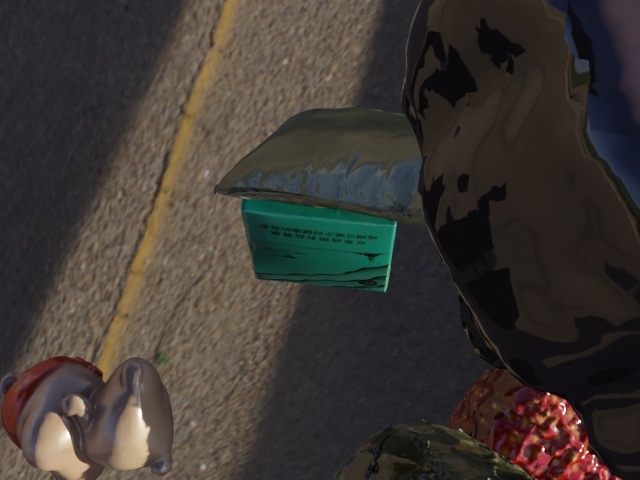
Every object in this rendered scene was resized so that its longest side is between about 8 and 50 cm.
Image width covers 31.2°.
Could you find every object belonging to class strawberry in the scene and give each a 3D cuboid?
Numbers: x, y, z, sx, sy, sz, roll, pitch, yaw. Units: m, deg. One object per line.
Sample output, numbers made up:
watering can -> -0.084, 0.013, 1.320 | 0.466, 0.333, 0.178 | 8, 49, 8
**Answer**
strawberry -> 0.262, 0.260, 1.406 | 0.292, 0.292, 0.344 | -10, 118, -23

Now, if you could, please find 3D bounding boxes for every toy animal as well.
toy animal -> -0.280, 0.212, 1.371 | 0.197, 0.171, 0.171 | -5, 70, 16

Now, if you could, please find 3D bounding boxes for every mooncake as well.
mooncake -> 0.164, -0.042, 0.444 | 0.282, 0.141, 0.283 | 11, 64, -23

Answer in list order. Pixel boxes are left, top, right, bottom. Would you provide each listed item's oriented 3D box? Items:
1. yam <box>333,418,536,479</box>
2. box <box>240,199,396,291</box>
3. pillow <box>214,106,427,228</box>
yam -> 0.158, 0.302, 1.039 | 0.240, 0.348, 0.241 | -5, 102, -24
box -> 0.000, 0.000, 1.261 | 0.160, 0.226, 0.042 | 7, 71, 3
pillow -> 0.065, -0.073, 1.085 | 0.185, 0.302, 0.075 | -40, 128, -44
